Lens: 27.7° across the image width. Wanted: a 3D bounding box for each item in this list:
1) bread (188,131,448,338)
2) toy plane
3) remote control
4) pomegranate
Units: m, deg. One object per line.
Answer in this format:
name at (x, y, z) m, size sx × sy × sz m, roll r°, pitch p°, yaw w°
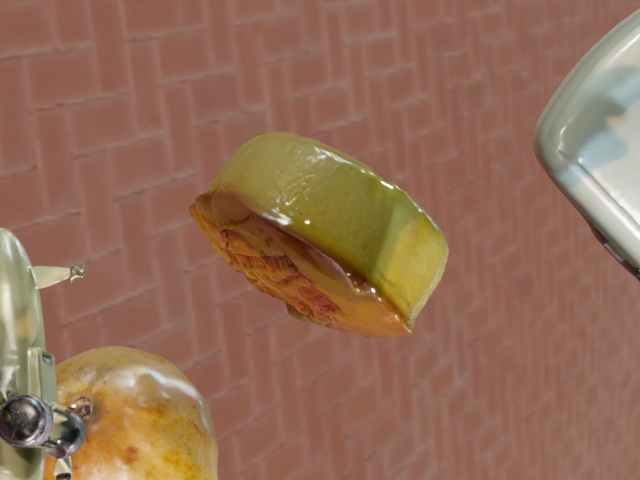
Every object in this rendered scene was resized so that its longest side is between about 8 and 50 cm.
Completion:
bread at (-0.003, -0.005, 0.762) m, size 0.086 × 0.156 × 0.125 m, roll -57°, pitch 168°, yaw -15°
toy plane at (-0.239, 0.114, 0.996) m, size 0.242 × 0.104 × 0.256 m, roll 51°, pitch 41°, yaw -71°
remote control at (0.251, -0.001, 0.721) m, size 0.296 × 0.140 × 0.056 m, roll 44°, pitch 3°, yaw -10°
pomegranate at (-0.199, 0.204, 1.253) m, size 0.207 × 0.207 × 0.207 m, roll 2°, pitch 88°, yaw -59°
